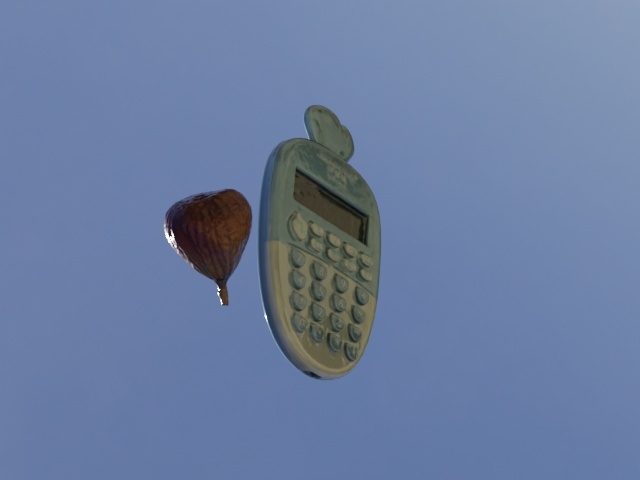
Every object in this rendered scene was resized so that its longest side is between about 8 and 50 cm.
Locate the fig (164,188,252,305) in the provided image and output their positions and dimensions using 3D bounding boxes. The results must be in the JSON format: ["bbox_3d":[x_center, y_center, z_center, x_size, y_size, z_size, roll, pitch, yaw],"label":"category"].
[{"bbox_3d":[-0.154,0.003,2.171,0.119,0.119,0.153,18,-102,-51],"label":"fig"}]

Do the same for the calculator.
[{"bbox_3d":[0.000,0.000,1.710,0.188,0.042,0.303,32,-129,-44],"label":"calculator"}]
